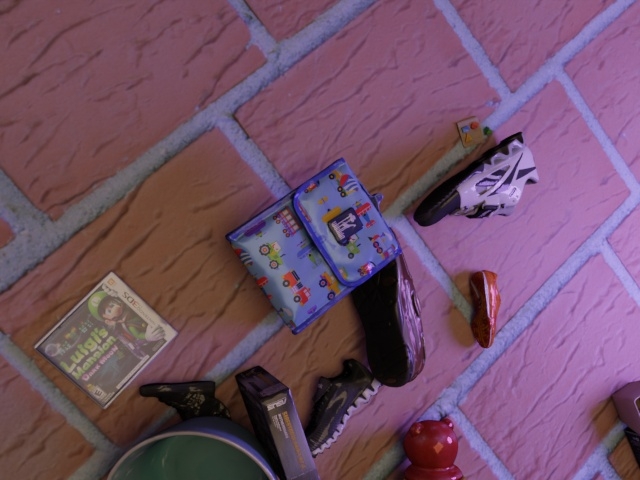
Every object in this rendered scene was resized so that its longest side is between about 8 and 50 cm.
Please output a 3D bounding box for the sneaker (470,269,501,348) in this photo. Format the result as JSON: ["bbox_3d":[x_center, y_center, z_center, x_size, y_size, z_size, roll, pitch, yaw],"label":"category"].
[{"bbox_3d":[0.378,0.154,1.424,0.067,0.064,0.175,1,91,-29],"label":"sneaker"}]

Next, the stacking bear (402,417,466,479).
[{"bbox_3d":[0.233,0.516,1.315,0.176,0.164,0.288,-1,84,-20],"label":"stacking bear"}]

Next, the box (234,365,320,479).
[{"bbox_3d":[-0.082,0.339,1.163,0.056,0.231,0.183,-20,95,-17],"label":"box"}]

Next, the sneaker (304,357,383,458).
[{"bbox_3d":[0.016,0.330,1.283,0.234,0.078,0.106,-44,99,-19],"label":"sneaker"}]

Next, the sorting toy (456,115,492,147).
[{"bbox_3d":[0.354,-0.252,1.453,0.083,0.012,0.062,-22,95,-19],"label":"sorting toy"}]

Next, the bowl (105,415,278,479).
[{"bbox_3d":[-0.203,0.436,1.121,0.312,0.163,0.311,1,103,5],"label":"bowl"}]

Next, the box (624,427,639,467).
[{"bbox_3d":[0.869,0.525,1.560,0.153,0.108,0.207,-26,97,-19],"label":"box"}]

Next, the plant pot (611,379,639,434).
[{"bbox_3d":[0.773,0.396,1.536,0.109,0.096,0.109,-26,97,-18],"label":"plant pot"}]

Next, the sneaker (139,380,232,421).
[{"bbox_3d":[-0.252,0.311,1.199,0.170,0.051,0.089,2,83,-23],"label":"sneaker"}]

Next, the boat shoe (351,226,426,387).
[{"bbox_3d":[0.147,0.136,1.325,0.120,0.123,0.323,5,76,-51],"label":"boat shoe"}]

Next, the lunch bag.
[{"bbox_3d":[0.000,0.000,1.226,0.293,0.138,0.221,-35,97,-7],"label":"lunch bag"}]

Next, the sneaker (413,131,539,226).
[{"bbox_3d":[0.355,-0.098,1.391,0.331,0.122,0.146,-33,97,-17],"label":"sneaker"}]

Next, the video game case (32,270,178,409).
[{"bbox_3d":[-0.389,0.182,1.170,0.173,0.022,0.190,46,75,-12],"label":"video game case"}]
